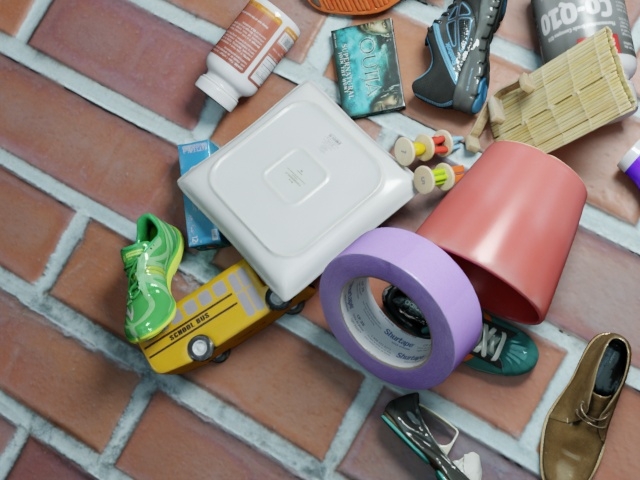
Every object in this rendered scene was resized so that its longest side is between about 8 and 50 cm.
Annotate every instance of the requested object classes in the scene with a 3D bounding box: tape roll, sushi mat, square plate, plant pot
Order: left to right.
[{"bbox_3d":[-0.046,-0.113,1.645,0.344,0.049,0.347,-40,66,-9],"label":"square plate"},{"bbox_3d":[0.132,0.117,1.487,0.275,0.274,0.090,37,50,15],"label":"tape roll"},{"bbox_3d":[0.322,-0.023,1.532,0.275,0.275,0.243,28,78,15],"label":"plant pot"},{"bbox_3d":[0.410,-0.238,1.541,0.019,0.316,0.151,-9,80,-31],"label":"sushi mat"}]

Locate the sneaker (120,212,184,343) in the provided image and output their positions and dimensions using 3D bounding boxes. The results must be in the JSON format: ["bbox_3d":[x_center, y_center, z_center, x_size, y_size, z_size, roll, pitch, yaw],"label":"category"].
[{"bbox_3d":[-0.338,0.070,1.664,0.110,0.123,0.295,-24,42,21],"label":"sneaker"}]

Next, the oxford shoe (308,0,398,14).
[{"bbox_3d":[0.141,-0.544,1.725,0.364,0.132,0.130,-10,125,22],"label":"oxford shoe"}]

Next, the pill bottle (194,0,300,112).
[{"bbox_3d":[-0.149,-0.367,1.744,0.121,0.121,0.216,39,91,15],"label":"pill bottle"}]

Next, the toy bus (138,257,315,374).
[{"bbox_3d":[-0.180,0.141,1.685,0.333,0.108,0.130,-33,75,6],"label":"toy bus"}]

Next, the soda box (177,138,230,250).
[{"bbox_3d":[-0.231,-0.089,1.747,0.067,0.071,0.210,-9,80,10],"label":"soda box"}]

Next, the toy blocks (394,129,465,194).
[{"bbox_3d":[0.226,-0.149,1.627,0.148,0.054,0.123,-15,63,-35],"label":"toy blocks"}]

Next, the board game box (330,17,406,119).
[{"bbox_3d":[0.095,-0.339,1.735,0.126,0.026,0.186,-10,80,11],"label":"board game box"}]

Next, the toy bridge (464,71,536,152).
[{"bbox_3d":[0.325,-0.241,1.620,0.026,0.188,0.063,18,47,-21],"label":"toy bridge"}]

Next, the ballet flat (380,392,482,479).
[{"bbox_3d":[0.225,0.389,1.570,0.096,0.095,0.280,-37,76,-7],"label":"ballet flat"}]

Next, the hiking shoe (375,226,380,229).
[{"bbox_3d":[0.000,0.000,1.661,0.227,0.086,0.114,0,54,21],"label":"hiking shoe"}]

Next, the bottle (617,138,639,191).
[{"bbox_3d":[0.654,-0.068,1.539,0.283,0.092,0.118,43,94,15],"label":"bottle"}]

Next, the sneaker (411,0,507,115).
[{"bbox_3d":[0.270,-0.413,1.659,0.140,0.125,0.340,13,83,19],"label":"sneaker"}]

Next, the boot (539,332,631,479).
[{"bbox_3d":[0.458,0.301,1.519,0.112,0.115,0.305,20,88,13],"label":"boot"}]

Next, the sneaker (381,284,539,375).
[{"bbox_3d":[0.246,0.162,1.580,0.302,0.121,0.108,22,87,15],"label":"sneaker"}]

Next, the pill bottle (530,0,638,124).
[{"bbox_3d":[0.479,-0.356,1.584,0.161,0.161,0.283,-10,80,11],"label":"pill bottle"}]
